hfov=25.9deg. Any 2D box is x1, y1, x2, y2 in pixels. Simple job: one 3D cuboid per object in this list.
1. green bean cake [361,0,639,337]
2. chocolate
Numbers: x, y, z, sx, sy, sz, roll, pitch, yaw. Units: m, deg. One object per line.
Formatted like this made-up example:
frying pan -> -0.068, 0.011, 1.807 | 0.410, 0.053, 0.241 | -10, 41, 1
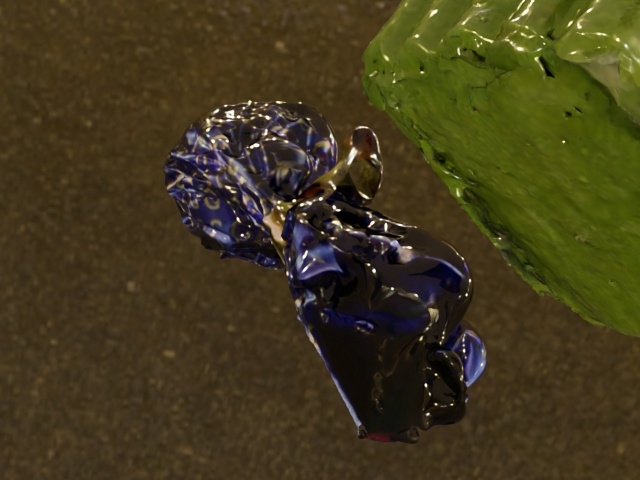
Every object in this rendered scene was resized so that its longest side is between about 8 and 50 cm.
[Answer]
green bean cake -> 0.138, -0.045, 0.586 | 0.214, 0.200, 0.113 | 44, 74, -23
chocolate -> 0.004, 0.002, 0.849 | 0.126, 0.148, 0.343 | 21, 12, -27
